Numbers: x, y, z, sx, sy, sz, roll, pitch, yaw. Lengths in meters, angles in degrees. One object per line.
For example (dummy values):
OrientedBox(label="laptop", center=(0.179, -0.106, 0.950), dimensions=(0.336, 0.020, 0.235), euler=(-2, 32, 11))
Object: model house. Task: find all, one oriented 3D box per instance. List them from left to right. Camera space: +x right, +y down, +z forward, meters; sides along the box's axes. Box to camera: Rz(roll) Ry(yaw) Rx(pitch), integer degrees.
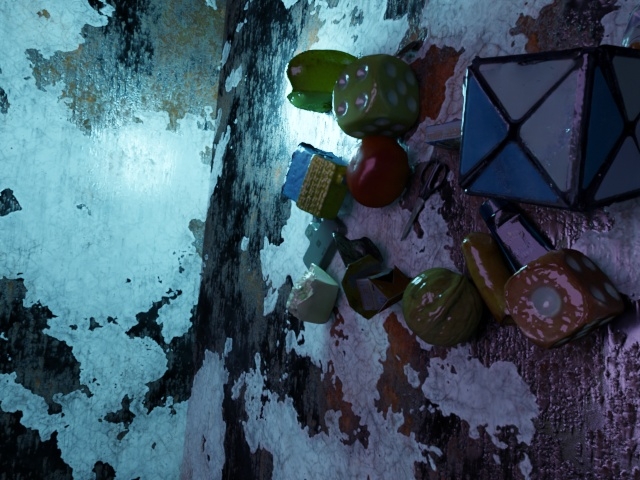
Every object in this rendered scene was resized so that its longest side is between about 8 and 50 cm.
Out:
OrientedBox(label="model house", center=(0.006, -0.235, 1.790), dimensions=(0.303, 0.215, 0.238), euler=(46, 121, 53))
OrientedBox(label="model house", center=(0.196, 0.153, 1.448), dimensions=(0.135, 0.219, 0.208), euler=(-10, 96, 45))

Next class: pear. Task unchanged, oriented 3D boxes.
OrientedBox(label="pear", center=(-0.007, -0.670, 1.835), dimensions=(0.342, 0.317, 0.239), euler=(6, 93, 53))

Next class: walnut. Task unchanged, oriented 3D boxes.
OrientedBox(label="walnut", center=(0.345, 0.186, 1.263), dimensions=(0.227, 0.227, 0.228), euler=(-15, 72, 53))

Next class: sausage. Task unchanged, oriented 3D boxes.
OrientedBox(label="sausage", center=(0.465, 0.097, 1.192), dimensions=(0.109, 0.108, 0.271), euler=(-46, 50, 40))

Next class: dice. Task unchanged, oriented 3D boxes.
OrientedBox(label="dice", center=(0.196, -0.501, 1.583), dimensions=(0.238, 0.226, 0.234), euler=(-13, 76, 52))
OrientedBox(label="dice", center=(0.544, 0.129, 1.001), dimensions=(0.175, 0.179, 0.174), euler=(-56, 50, 40))

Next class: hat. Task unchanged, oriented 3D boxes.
OrientedBox(label="hat", center=(0.152, 0.059, 1.610), dimensions=(0.128, 0.266, 0.266), euler=(-28, 54, 7))

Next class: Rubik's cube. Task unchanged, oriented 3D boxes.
OrientedBox(label="Rubik's cube", center=(0.513, -0.240, 0.959), dimensions=(0.306, 0.309, 0.306), euler=(25, 119, 54))

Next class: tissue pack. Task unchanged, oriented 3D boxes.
OrientedBox(label="tissue pack", center=(0.410, -0.316, 1.336), dimensions=(0.155, 0.115, 0.065), euler=(4, 88, 56))

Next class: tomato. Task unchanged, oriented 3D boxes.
OrientedBox(label="tomato", center=(0.192, -0.248, 1.579), dimensions=(0.259, 0.179, 0.260), euler=(-21, 65, 53))

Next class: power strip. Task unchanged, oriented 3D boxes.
OrientedBox(label="power strip", center=(0.001, 0.000, 1.905), dimensions=(0.194, 0.059, 0.265), euler=(53, 125, 40))

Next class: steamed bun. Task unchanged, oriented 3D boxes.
OrientedBox(label="steamed bun", center=(-0.040, 0.220, 1.803), dimensions=(0.199, 0.170, 0.226), euler=(24, 105, 29))

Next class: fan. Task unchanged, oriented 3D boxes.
OrientedBox(label="fan", center=(0.299, -0.675, 1.591), dimensions=(0.085, 0.005, 0.133), euler=(-9, 41, 50))

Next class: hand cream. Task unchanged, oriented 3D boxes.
OrientedBox(label="hand cream", center=(0.525, -0.001, 1.174), dimensions=(0.120, 0.061, 0.271), euler=(-46, 56, 35))

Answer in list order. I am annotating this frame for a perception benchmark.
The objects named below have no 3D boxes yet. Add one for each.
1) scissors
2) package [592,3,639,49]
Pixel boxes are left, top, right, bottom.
OrientedBox(label="scissors", center=(0.335, -0.127, 1.488), dimensions=(0.109, 0.022, 0.300), euler=(49, 124, 51))
OrientedBox(label="package", center=(0.721, -0.379, 0.955), dimensions=(0.270, 0.071, 0.194), euler=(59, 135, 24))
